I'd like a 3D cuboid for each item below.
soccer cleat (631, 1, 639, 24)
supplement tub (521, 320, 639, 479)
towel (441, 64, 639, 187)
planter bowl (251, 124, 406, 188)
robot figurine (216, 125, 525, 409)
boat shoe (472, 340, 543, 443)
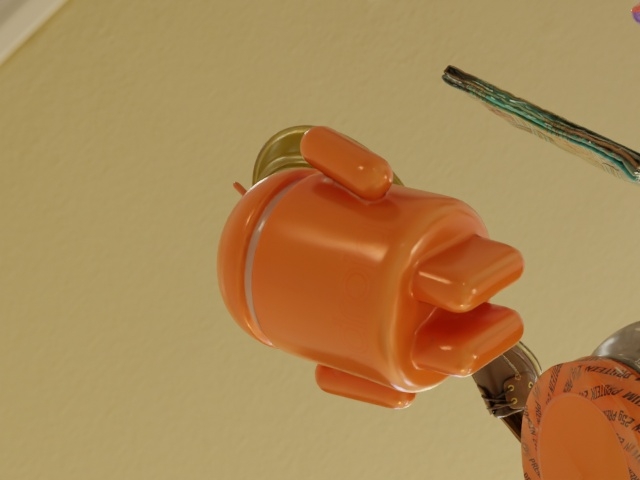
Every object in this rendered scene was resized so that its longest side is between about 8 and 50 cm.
[{"bbox_3d":[0.531,-0.300,1.638,0.083,0.248,0.095,-160,61,-65],"label":"soccer cleat"},{"bbox_3d":[0.313,0.138,0.847,0.193,0.316,0.194,174,90,-69],"label":"supplement tub"},{"bbox_3d":[0.378,-0.145,1.821,0.370,0.040,0.271,33,-173,36],"label":"towel"},{"bbox_3d":[0.000,0.000,1.207,0.217,0.217,0.090,43,132,-9],"label":"planter bowl"},{"bbox_3d":[0.023,0.020,0.784,0.219,0.128,0.158,14,155,38],"label":"robot figurine"},{"bbox_3d":[0.199,0.156,1.271,0.064,0.060,0.178,-15,126,41],"label":"boat shoe"}]
